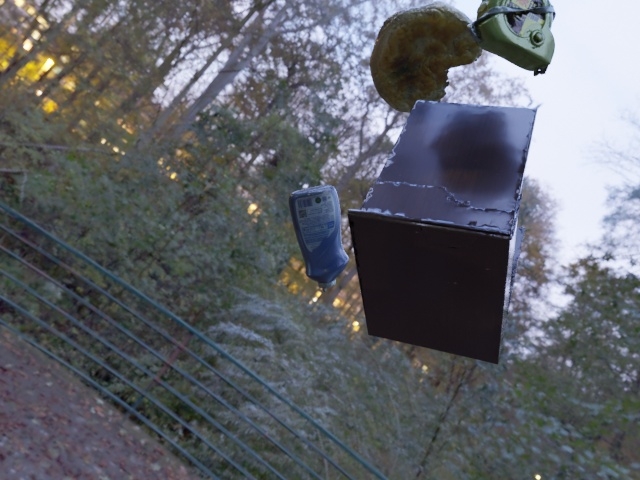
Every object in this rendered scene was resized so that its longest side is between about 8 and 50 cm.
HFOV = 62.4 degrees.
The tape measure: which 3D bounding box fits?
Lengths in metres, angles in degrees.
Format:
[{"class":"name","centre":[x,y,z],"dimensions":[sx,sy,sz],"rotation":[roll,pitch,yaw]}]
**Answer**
[{"class":"tape measure","centre":[0.429,-0.482,1.173],"dimensions":[0.200,0.175,0.106],"rotation":[16,1,-12]}]

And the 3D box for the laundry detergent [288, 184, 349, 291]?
[{"class":"laundry detergent","centre":[0.000,0.000,1.025],"dimensions":[0.061,0.096,0.206],"rotation":[-158,-124,-70]}]

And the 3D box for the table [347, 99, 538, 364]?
[{"class":"table","centre":[0.191,-0.023,0.768],"dimensions":[0.196,0.282,0.251],"rotation":[8,-43,23]}]

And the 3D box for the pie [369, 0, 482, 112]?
[{"class":"pie","centre":[0.282,-0.500,1.469],"dimensions":[0.337,0.337,0.075],"rotation":[44,26,-46]}]
